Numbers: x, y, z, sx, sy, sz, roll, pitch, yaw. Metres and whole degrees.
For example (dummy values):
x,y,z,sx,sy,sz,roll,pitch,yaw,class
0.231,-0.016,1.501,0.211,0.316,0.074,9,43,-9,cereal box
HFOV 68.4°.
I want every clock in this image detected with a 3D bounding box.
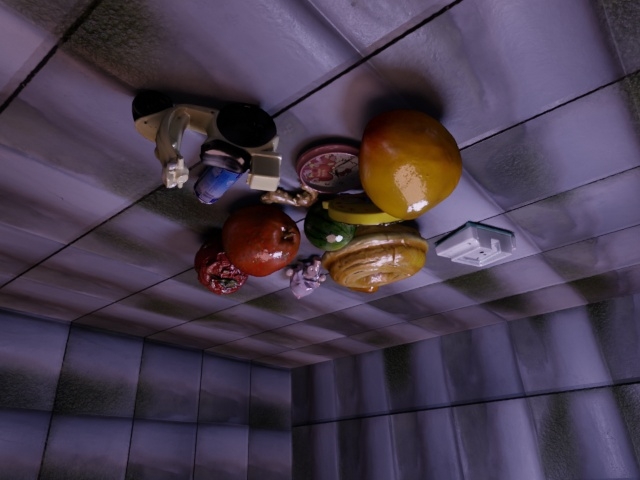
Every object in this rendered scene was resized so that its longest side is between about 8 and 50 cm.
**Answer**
x,y,z,sx,sy,sz,roll,pitch,yaw,class
-0.293,-0.253,1.219,0.378,0.277,0.120,1,152,-15,clock
0.041,-0.233,1.511,0.244,0.056,0.244,-2,152,-1,clock
0.160,-0.121,1.539,0.277,0.071,0.293,-14,-157,-25,clock
0.669,0.036,2.027,0.262,0.116,0.231,12,150,-25,clock

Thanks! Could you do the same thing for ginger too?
x,y,z,sx,sy,sz,roll,pitch,yaw,class
-0.098,-0.152,1.662,0.176,0.053,0.193,28,140,-36,ginger

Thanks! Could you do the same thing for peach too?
x,y,z,sx,sy,sz,roll,pitch,yaw,class
0.247,-0.227,1.325,0.288,0.289,0.308,-17,111,27,peach

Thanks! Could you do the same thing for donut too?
x,y,z,sx,sy,sz,roll,pitch,yaw,class
0.222,0.066,1.929,0.448,0.198,0.449,-7,160,-2,donut

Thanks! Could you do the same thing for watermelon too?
x,y,z,sx,sy,sz,roll,pitch,yaw,class
0.025,-0.061,1.721,0.214,0.188,0.188,31,167,29,watermelon

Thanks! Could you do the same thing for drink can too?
x,y,z,sx,sy,sz,roll,pitch,yaw,class
-0.314,-0.206,1.493,0.097,0.097,0.235,16,147,-32,drink can

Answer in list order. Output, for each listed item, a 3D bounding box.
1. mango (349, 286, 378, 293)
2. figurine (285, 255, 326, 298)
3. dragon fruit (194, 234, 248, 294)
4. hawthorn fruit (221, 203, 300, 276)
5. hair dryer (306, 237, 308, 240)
x,y,z,sx,sy,sz,roll,pitch,yaw,class
0.223,0.222,2.395,0.159,0.084,0.105,7,176,28,mango
-0.064,0.174,2.215,0.200,0.133,0.276,9,150,-15,figurine
-0.404,0.097,1.932,0.244,0.245,0.298,13,174,-27,dragon fruit
-0.206,-0.004,1.717,0.299,0.276,0.275,-12,153,37,hawthorn fruit
0.007,0.001,1.980,0.106,0.054,0.154,-4,157,13,hair dryer
